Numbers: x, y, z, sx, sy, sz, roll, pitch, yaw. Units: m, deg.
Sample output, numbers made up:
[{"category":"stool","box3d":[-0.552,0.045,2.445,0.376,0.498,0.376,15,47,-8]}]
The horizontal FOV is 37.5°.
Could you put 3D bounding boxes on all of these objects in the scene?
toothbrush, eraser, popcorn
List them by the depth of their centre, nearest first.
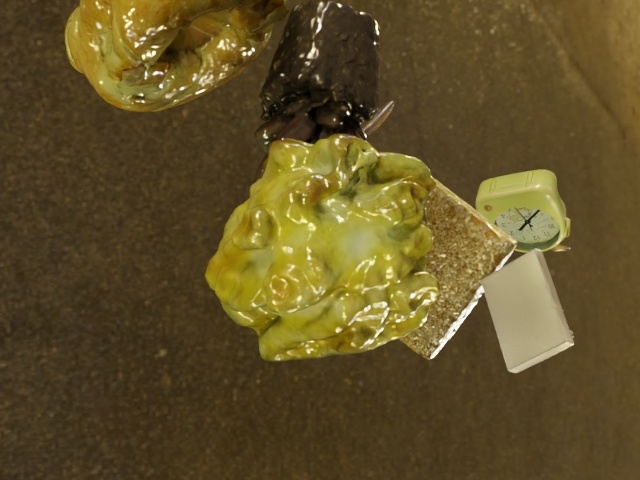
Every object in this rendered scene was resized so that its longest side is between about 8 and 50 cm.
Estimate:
[{"category":"popcorn","box3d":[-0.002,0.015,1.243,0.312,0.312,0.312,20,67,-57]},{"category":"eraser","box3d":[0.291,0.099,1.337,0.023,0.104,0.150,18,49,-41]},{"category":"toothbrush","box3d":[0.057,-0.180,1.763,0.321,0.031,0.023,-49,158,-40]}]

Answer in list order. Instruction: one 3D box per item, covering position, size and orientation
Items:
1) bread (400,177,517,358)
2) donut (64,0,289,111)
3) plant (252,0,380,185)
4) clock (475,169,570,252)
[{"category":"bread","box3d":[0.172,0.043,1.490,0.234,0.184,0.110,-54,164,9]},{"category":"donut","box3d":[-0.225,-0.347,1.467,0.170,0.360,0.360,56,26,14]},{"category":"plant","box3d":[-0.009,-0.210,1.517,0.182,0.194,0.320,18,76,-24]},{"category":"clock","box3d":[0.433,-0.040,1.952,0.232,0.170,0.069,55,39,-36]}]
